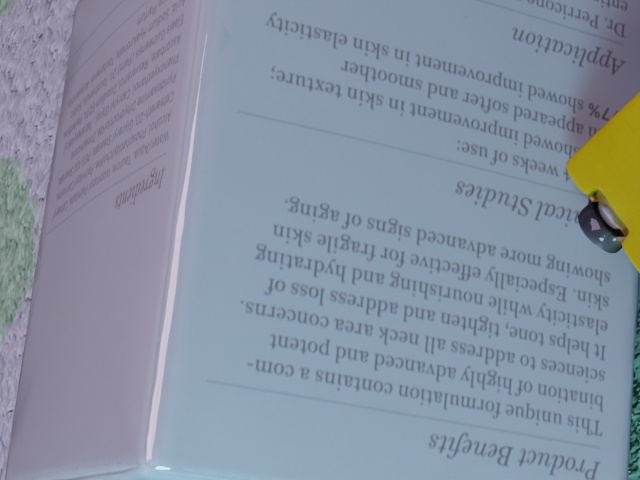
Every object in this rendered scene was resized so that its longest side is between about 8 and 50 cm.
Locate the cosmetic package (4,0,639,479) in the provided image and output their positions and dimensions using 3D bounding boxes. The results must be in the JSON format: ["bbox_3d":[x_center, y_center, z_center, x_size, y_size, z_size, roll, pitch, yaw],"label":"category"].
[{"bbox_3d":[0.000,0.000,1.138,0.327,0.329,0.393,-22,58,62],"label":"cosmetic package"}]

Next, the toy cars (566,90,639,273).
[{"bbox_3d":[0.322,0.018,0.938,0.394,0.087,0.176,14,100,38],"label":"toy cars"}]
